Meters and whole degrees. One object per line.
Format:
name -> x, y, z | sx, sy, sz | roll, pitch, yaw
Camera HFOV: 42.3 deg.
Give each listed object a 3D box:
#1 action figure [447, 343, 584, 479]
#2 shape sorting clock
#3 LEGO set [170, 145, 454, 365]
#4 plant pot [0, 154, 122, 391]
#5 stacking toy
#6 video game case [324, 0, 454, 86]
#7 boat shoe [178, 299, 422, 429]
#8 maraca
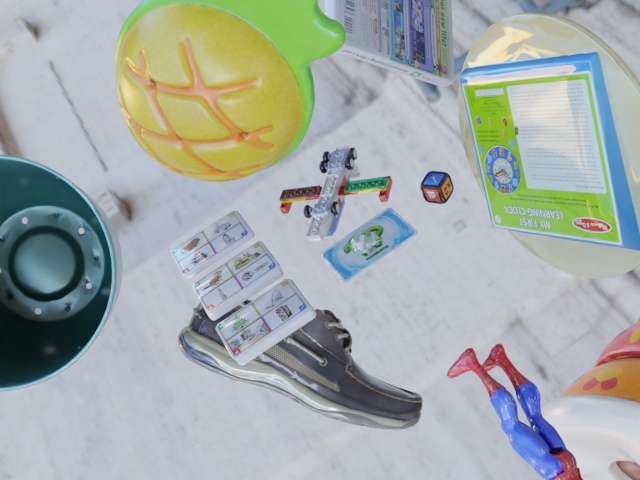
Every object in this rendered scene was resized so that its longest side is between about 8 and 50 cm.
action figure -> 0.235, 0.261, 0.908 | 0.091, 0.139, 0.280 | -3, -140, -37
shape sorting clock -> 0.173, -0.067, 0.612 | 0.206, 0.040, 0.206 | 47, 148, 40
LEGO set -> 0.000, 0.000, 0.758 | 0.182, 0.244, 0.060 | 47, 169, 50
plant pot -> -0.404, 0.038, 1.129 | 0.293, 0.293, 0.235 | 55, 179, -2
stacking toy -> 0.551, 0.181, 1.215 | 0.350, 0.480, 0.351 | 26, 150, 16
video game case -> 0.084, -0.306, 0.988 | 0.023, 0.193, 0.212 | -15, 72, 50
boat shoe -> -0.013, 0.157, 1.135 | 0.355, 0.130, 0.132 | 22, 177, -10
maraca -> -0.058, -0.102, 0.491 | 0.127, 0.099, 0.186 | 26, 143, -10
